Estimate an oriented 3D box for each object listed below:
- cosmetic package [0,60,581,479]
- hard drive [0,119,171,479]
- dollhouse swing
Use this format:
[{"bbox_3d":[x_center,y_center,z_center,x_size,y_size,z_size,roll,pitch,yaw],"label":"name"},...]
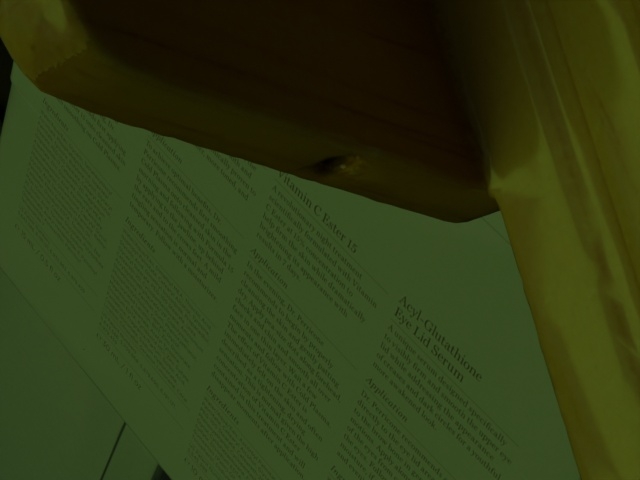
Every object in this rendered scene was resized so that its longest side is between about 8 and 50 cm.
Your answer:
[{"bbox_3d":[0.000,0.000,0.767,0.377,0.097,0.284,46,137,30],"label":"cosmetic package"},{"bbox_3d":[-0.203,0.056,1.093,0.353,0.047,0.233,52,139,25],"label":"hard drive"},{"bbox_3d":[0.110,-0.041,0.401,0.347,0.315,0.305,-21,66,37],"label":"dollhouse swing"}]
